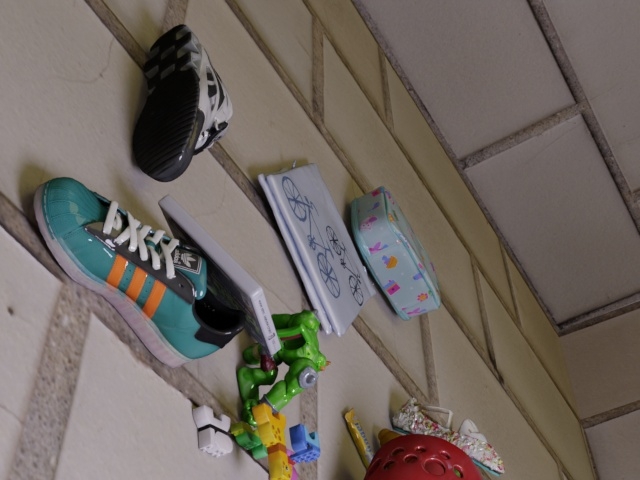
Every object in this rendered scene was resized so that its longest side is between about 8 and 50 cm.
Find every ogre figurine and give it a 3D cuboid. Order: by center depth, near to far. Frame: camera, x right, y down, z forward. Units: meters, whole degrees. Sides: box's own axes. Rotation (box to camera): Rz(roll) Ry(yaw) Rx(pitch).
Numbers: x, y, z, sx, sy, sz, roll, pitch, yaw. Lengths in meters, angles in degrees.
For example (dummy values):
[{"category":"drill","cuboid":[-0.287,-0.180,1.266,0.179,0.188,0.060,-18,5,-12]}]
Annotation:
[{"category":"ogre figurine","cuboid":[-0.055,0.168,1.300,0.096,0.118,0.197,60,21,-15]}]

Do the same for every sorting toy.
[{"category":"sorting toy","cuboid":[0.197,0.426,1.710,0.126,0.127,0.365,45,2,34]}]

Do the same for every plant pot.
[{"category":"plant pot","cuboid":[0.144,0.416,1.392,0.191,0.191,0.174,63,25,-7]}]

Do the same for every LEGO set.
[{"category":"LEGO set","cuboid":[-0.064,0.284,1.194,0.227,0.087,0.093,41,31,-47]}]

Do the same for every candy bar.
[{"category":"candy bar","cuboid":[0.080,0.365,1.566,0.161,0.018,0.040,65,20,0]}]

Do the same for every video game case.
[{"category":"video game case","cuboid":[-0.128,0.047,1.175,0.190,0.022,0.173,42,-18,26]}]

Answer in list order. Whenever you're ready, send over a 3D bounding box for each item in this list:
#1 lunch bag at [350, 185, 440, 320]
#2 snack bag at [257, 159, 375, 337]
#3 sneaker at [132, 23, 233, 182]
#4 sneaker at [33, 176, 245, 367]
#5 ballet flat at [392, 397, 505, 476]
[{"category":"lunch bag","cuboid":[0.166,0.030,2.025,0.279,0.108,0.224,58,13,-27]},{"category":"snack bag","cuboid":[0.000,0.000,1.755,0.323,0.037,0.342,65,17,-4]},{"category":"sneaker","cuboid":[-0.186,-0.183,1.363,0.146,0.123,0.330,48,27,-36]},{"category":"sneaker","cuboid":[-0.203,0.026,1.082,0.302,0.121,0.108,52,24,-33]},{"category":"ballet flat","cuboid":[0.240,0.355,1.689,0.091,0.241,0.077,38,74,-54]}]
